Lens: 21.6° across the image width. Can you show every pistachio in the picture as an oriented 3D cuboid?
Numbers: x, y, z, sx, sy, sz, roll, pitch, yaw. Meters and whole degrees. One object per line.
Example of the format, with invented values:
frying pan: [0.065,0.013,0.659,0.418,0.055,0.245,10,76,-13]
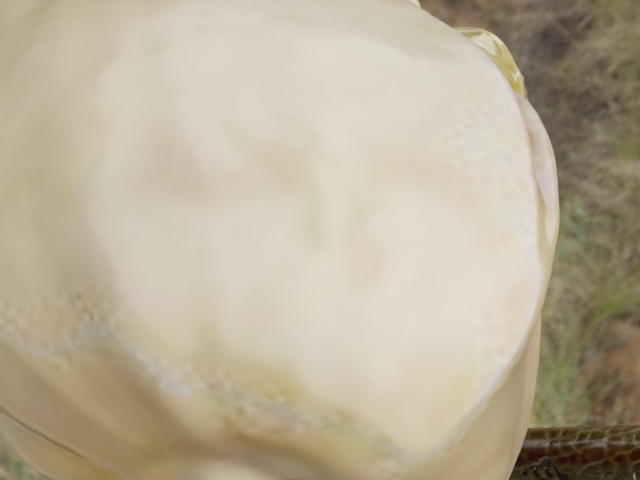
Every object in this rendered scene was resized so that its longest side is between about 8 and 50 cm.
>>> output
pistachio: [-0.031,-0.003,0.622,0.230,0.230,0.309,14,24,-26]

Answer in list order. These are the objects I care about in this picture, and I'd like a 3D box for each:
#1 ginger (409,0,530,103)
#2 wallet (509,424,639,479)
ginger: [0.010,0.018,0.949,0.122,0.363,0.348,18,19,0]
wallet: [0.157,0.144,0.763,0.039,0.243,0.133,-42,119,-48]
